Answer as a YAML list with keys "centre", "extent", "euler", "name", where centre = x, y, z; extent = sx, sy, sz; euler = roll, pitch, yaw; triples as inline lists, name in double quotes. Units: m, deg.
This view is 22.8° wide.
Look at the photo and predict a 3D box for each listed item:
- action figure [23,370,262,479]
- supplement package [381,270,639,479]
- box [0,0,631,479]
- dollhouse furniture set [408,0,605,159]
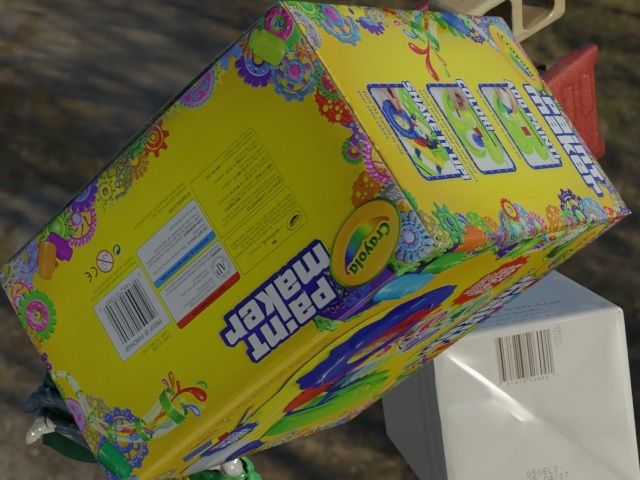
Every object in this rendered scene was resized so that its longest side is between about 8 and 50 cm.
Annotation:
- centre: [-0.141, 0.185, 1.361]
  extent: [0.232, 0.137, 0.063]
  euler: [19, 51, 9]
  name: "action figure"
- centre: [0.163, 0.130, 1.502]
  extent: [0.177, 0.175, 0.293]
  euler: [-10, 11, -8]
  name: "supplement package"
- centre: [0.000, 0.000, 1.056]
  extent: [0.279, 0.290, 0.177]
  euler: [-10, 64, -56]
  name: "box"
- centre: [0.110, -0.215, 1.329]
  extent: [0.152, 0.374, 0.201]
  euler: [-34, 44, -27]
  name: "dollhouse furniture set"
